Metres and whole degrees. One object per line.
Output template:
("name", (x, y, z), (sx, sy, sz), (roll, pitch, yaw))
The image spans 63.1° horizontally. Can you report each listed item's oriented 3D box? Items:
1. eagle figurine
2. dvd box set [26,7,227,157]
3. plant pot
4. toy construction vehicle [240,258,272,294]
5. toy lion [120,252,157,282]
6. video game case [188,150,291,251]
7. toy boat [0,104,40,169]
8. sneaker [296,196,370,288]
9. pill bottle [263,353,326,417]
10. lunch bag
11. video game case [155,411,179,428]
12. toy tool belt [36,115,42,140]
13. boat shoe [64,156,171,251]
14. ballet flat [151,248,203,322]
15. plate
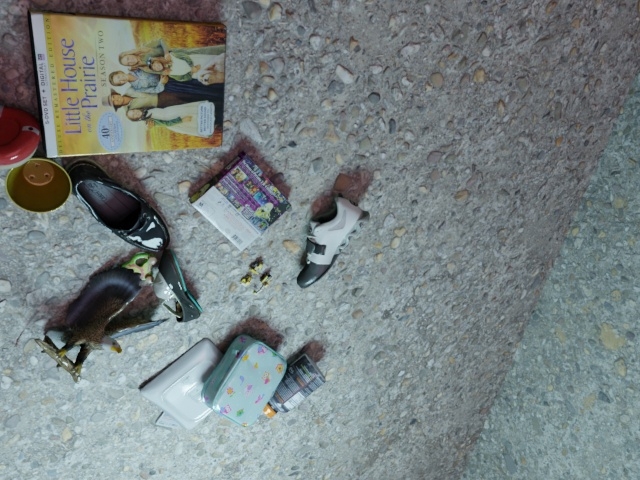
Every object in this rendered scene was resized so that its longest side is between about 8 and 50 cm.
("eagle figurine", (-0.601, 0.242, 1.450), (0.298, 0.225, 0.226), (-50, 179, -32))
("dvd box set", (-0.428, -0.358, 1.214), (0.421, 0.062, 0.307), (-10, 121, -33))
("plant pot", (-0.660, -0.143, 1.221), (0.134, 0.095, 0.134), (-14, 123, -23))
("toy construction vehicle", (-0.201, 0.121, 1.669), (0.098, 0.035, 0.086), (-47, 129, 3))
("toy lion", (-0.518, 0.081, 1.476), (0.096, 0.034, 0.100), (6, 114, -23))
("video game case", (-0.227, -0.109, 1.516), (0.210, 0.042, 0.232), (-43, 129, -1))
("toy boat", (-0.705, -0.248, 1.072), (0.231, 0.150, 0.151), (12, 146, -28))
("sneaker", (0.000, 0.000, 1.675), (0.146, 0.122, 0.330), (33, 100, -20))
("pill bottle", (-0.112, 0.537, 1.902), (0.246, 0.130, 0.130), (-37, 129, -5))
("lunch bag", (-0.255, 0.461, 1.750), (0.224, 0.108, 0.279), (45, 68, -36))
("video game case", (-0.498, 0.592, 1.795), (0.087, 0.011, 0.122), (30, 100, -37))
("toy tool belt", (-0.623, -0.251, 1.208), (0.083, 0.052, 0.051), (25, 111, -38))
("boat shoe", (-0.505, -0.068, 1.339), (0.127, 0.113, 0.340), (-37, 129, -7))
("ballet flat", (-0.423, 0.147, 1.506), (0.096, 0.095, 0.280), (-28, 134, -16))
("plate", (-0.413, 0.500, 1.758), (0.277, 0.045, 0.278), (-39, 127, -7))
